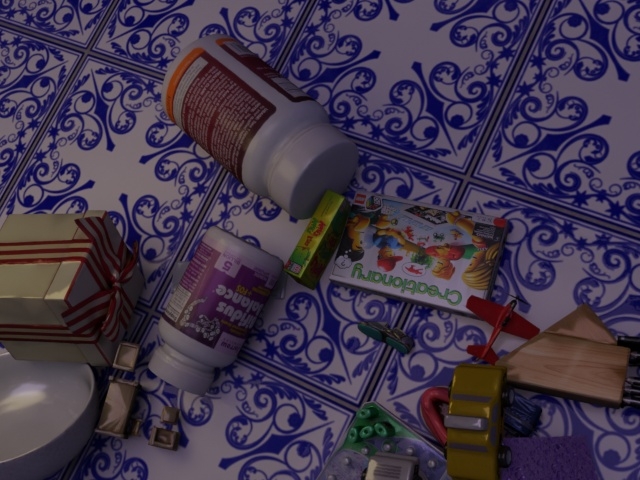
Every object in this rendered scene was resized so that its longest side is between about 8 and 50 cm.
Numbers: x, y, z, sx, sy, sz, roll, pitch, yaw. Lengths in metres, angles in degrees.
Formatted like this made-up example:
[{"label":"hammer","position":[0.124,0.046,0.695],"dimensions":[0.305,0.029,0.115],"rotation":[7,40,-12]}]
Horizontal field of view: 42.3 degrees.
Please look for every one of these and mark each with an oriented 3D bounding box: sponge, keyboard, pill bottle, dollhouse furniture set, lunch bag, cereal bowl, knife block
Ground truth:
[{"label":"sponge","position":[0.363,0.378,1.342],"dimensions":[0.210,0.031,0.117],"rotation":[5,60,-26]},{"label":"keyboard","position":[-0.190,0.081,1.707],"dimensions":[0.256,0.014,0.072],"rotation":[2,67,17]},{"label":"pill bottle","position":[-0.208,0.137,1.597],"dimensions":[0.169,0.169,0.301],"rotation":[27,89,24]},{"label":"dollhouse furniture set","position":[-0.341,0.311,1.647],"dimensions":[0.161,0.101,0.181],"rotation":[14,74,-4]},{"label":"lunch bag","position":[0.335,0.301,1.434],"dimensions":[0.098,0.067,0.065],"rotation":[31,83,23]},{"label":"pill bottle","position":[-0.123,-0.230,1.677],"dimensions":[0.224,0.224,0.392],"rotation":[-47,64,-3]},{"label":"cereal bowl","position":[-0.591,0.363,1.612],"dimensions":[0.339,0.141,0.339],"rotation":[-5,31,3]},{"label":"knife block","position":[0.468,0.243,1.401],"dimensions":[0.276,0.088,0.242],"rotation":[-34,65,3]}]

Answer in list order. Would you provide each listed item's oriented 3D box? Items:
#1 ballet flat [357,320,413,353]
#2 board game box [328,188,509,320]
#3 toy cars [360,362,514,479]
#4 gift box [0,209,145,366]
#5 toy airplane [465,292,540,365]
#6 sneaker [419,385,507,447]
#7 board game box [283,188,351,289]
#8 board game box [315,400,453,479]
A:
[{"label":"ballet flat","position":[0.126,0.176,1.564],"dimensions":[0.114,0.041,0.041],"rotation":[25,80,23]},{"label":"board game box","position":[0.187,0.024,1.584],"dimensions":[0.306,0.053,0.192],"rotation":[12,76,21]},{"label":"toy cars","position":[0.168,0.358,1.297],"dimensions":[0.393,0.087,0.176],"rotation":[-49,59,11]},{"label":"gift box","position":[-0.507,0.090,1.621],"dimensions":[0.258,0.276,0.255],"rotation":[0,54,14]},{"label":"toy airplane","position":[0.315,0.161,1.482],"dimensions":[0.151,0.028,0.151],"rotation":[0,107,-1]},{"label":"sneaker","position":[0.274,0.368,1.391],"dimensions":[0.116,0.136,0.314],"rotation":[-45,65,-1]},{"label":"board game box","position":[0.000,0.000,1.630],"dimensions":[0.043,0.092,0.181],"rotation":[25,80,22]},{"label":"board game box","position":[0.124,0.536,1.378],"dimensions":[0.390,0.050,0.389],"rotation":[34,98,25]}]
